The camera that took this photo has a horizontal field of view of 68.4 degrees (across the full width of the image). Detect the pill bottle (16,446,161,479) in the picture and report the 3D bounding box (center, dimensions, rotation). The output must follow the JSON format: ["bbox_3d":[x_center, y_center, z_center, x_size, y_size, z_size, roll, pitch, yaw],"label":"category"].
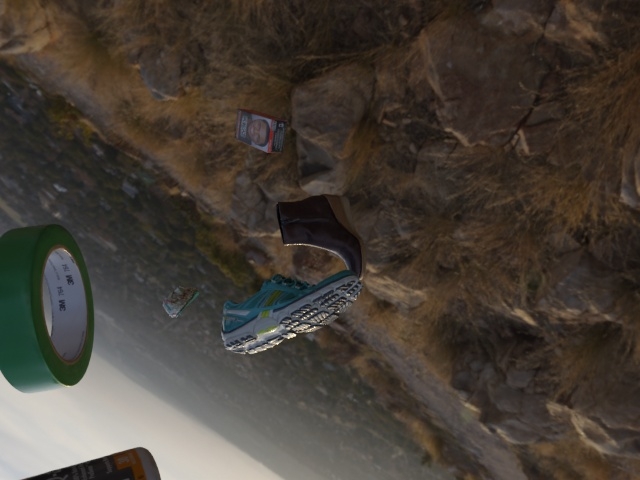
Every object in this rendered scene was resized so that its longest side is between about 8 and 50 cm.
[{"bbox_3d":[-0.359,0.391,0.618,0.278,0.162,0.162,-2,174,-35],"label":"pill bottle"}]

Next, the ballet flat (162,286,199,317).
[{"bbox_3d":[-0.505,0.206,1.713,0.077,0.091,0.241,41,-174,-5],"label":"ballet flat"}]

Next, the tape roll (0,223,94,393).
[{"bbox_3d":[-0.538,0.130,0.929,0.077,0.321,0.321,-8,152,-9],"label":"tape roll"}]

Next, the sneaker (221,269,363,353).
[{"bbox_3d":[-0.061,0.104,0.816,0.275,0.110,0.107,-23,149,16],"label":"sneaker"}]

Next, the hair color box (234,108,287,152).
[{"bbox_3d":[-0.134,-0.242,1.034,0.141,0.043,0.072,29,116,44],"label":"hair color box"}]

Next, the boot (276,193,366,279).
[{"bbox_3d":[0.000,0.000,1.236,0.090,0.206,0.248,137,121,-65],"label":"boot"}]
